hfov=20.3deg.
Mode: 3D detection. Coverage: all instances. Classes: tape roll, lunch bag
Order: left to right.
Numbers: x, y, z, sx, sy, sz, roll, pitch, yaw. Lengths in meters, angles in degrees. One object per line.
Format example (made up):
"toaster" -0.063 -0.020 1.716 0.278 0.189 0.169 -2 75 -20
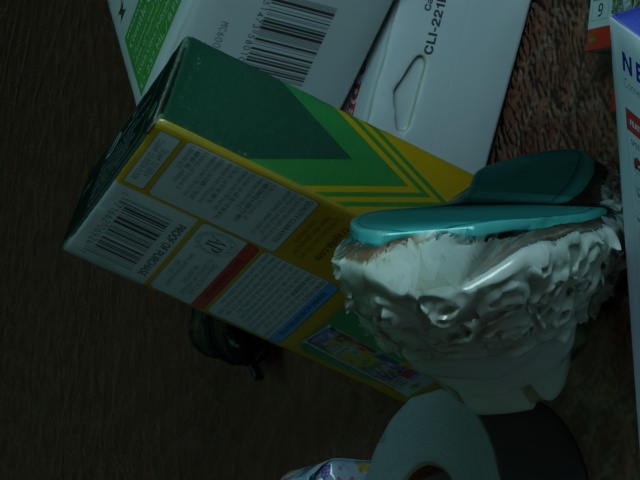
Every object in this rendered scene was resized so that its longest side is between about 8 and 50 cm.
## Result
"lunch bag" 0.012 0.203 1.443 0.071 0.083 0.053 -29 56 60
"tape roll" 0.102 0.215 1.254 0.219 0.072 0.219 -173 90 -66

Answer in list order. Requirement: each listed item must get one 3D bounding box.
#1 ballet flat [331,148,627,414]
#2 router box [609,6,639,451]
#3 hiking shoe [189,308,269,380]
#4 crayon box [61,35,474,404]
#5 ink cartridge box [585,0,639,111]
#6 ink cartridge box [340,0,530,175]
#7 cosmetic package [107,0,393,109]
"ballet flat" 0.117 0.029 1.039 0.409 0.147 0.147 -23 -51 -70
"router box" 0.249 0.077 0.811 0.335 0.082 0.301 -125 22 -57
"hiking shoe" -0.055 0.014 1.680 0.114 0.086 0.227 24 110 51
"crayon box" 0.000 0.000 1.293 0.203 0.323 0.083 -45 24 53
"ink cartridge box" 0.206 -0.146 1.192 0.063 0.029 0.115 0 82 65
"ink cartridge box" 0.042 -0.140 1.449 0.273 0.114 0.197 -143 65 -64
"cosmetic package" -0.071 -0.251 1.416 0.197 0.155 0.365 -64 29 28
